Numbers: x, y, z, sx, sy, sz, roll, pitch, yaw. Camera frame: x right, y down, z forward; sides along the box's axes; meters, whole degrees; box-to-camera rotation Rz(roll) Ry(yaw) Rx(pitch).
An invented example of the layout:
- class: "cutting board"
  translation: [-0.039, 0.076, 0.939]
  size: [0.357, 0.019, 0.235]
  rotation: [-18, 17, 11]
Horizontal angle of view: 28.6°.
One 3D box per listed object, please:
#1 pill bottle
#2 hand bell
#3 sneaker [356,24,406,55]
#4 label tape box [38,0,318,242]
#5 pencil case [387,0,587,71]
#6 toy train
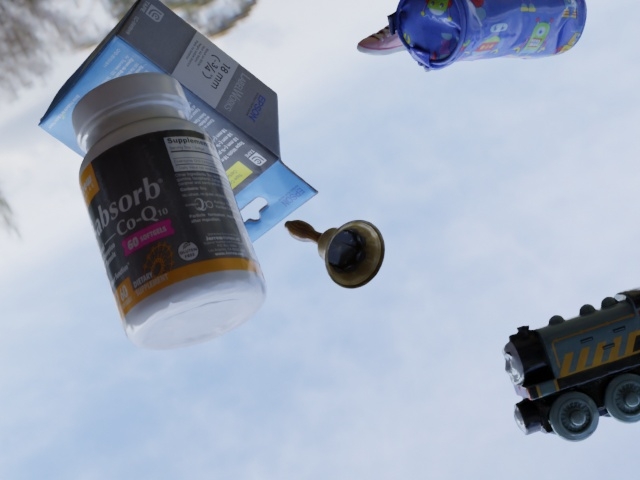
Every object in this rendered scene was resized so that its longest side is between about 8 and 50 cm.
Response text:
- class: "pill bottle"
  translation: [-0.173, -0.033, 1.372]
  size: [0.162, 0.278, 0.162]
  rotation: [-19, 159, -8]
- class: "hand bell"
  translation: [0.000, 0.000, 2.312]
  size: [0.126, 0.126, 0.242]
  rotation: [-33, -153, -21]
- class: "sneaker"
  translation: [0.119, -0.337, 2.004]
  size: [0.134, 0.070, 0.051]
  rotation: [-11, -150, -23]
- class: "label tape box"
  translation: [-0.182, -0.146, 1.719]
  size: [0.240, 0.333, 0.106]
  rotation: [-35, -155, 45]
- class: "pencil case"
  translation: [0.232, -0.297, 1.696]
  size: [0.306, 0.133, 0.119]
  rotation: [-14, -136, -44]
- class: "toy train"
  translation: [0.443, 0.185, 1.933]
  size: [0.334, 0.190, 0.142]
  rotation: [-17, 179, -4]
